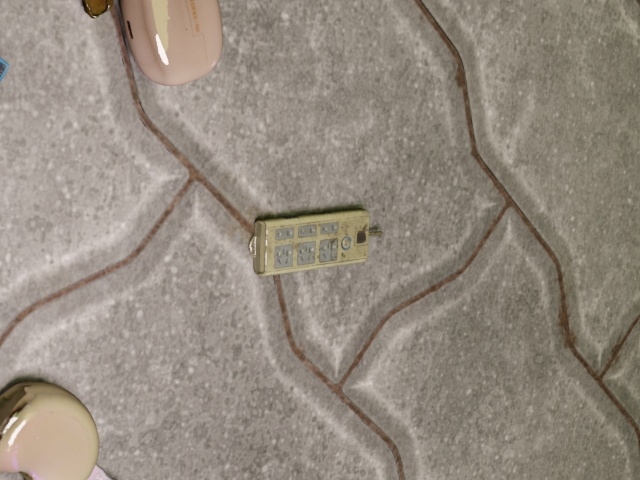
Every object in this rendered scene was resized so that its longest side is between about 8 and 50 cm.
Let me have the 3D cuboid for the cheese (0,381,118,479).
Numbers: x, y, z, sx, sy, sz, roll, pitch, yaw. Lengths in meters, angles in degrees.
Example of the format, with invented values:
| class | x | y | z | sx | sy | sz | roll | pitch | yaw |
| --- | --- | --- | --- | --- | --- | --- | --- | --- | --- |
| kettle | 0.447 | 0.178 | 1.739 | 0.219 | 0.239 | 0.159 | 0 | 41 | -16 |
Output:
| class | x | y | z | sx | sy | sz | roll | pitch | yaw |
| --- | --- | --- | --- | --- | --- | --- | --- | --- | --- |
| cheese | -0.373 | 0.322 | 2.023 | 0.163 | 0.082 | 0.286 | -51 | 128 | -17 |

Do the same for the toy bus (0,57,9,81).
| class | x | y | z | sx | sy | sz | roll | pitch | yaw |
| --- | --- | --- | --- | --- | --- | --- | --- | --- | --- |
| toy bus | -0.453 | -0.211 | 1.854 | 0.046 | 0.038 | 0.083 | 38 | 76 | -43 |

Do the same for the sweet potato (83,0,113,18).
| class | x | y | z | sx | sy | sz | roll | pitch | yaw |
| --- | --- | --- | --- | --- | --- | --- | --- | --- | --- |
| sweet potato | -0.339 | -0.434 | 1.876 | 0.112 | 0.085 | 0.285 | -19 | 129 | 1 |

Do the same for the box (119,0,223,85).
| class | x | y | z | sx | sy | sz | roll | pitch | yaw |
| --- | --- | --- | --- | --- | --- | --- | --- | --- | --- |
| box | -0.212 | -0.322 | 1.992 | 0.146 | 0.088 | 0.200 | -26 | 117 | -33 |

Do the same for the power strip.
| class | x | y | z | sx | sy | sz | roll | pitch | yaw |
| --- | --- | --- | --- | --- | --- | --- | --- | --- | --- |
| power strip | 0.000 | 0.000 | 2.282 | 0.268 | 0.034 | 0.092 | -7 | 105 | -38 |
